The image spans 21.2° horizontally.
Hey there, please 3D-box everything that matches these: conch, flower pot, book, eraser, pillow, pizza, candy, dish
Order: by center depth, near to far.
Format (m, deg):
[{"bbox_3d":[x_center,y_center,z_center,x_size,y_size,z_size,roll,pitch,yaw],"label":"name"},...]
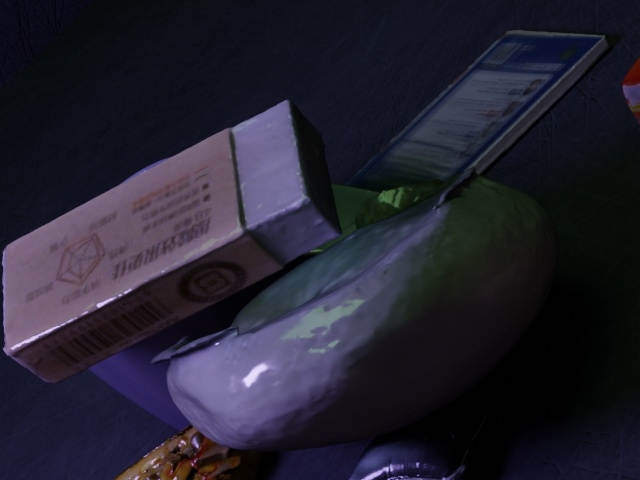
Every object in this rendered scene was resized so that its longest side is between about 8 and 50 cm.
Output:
[{"bbox_3d":[0.086,0.198,1.545,0.136,0.055,0.091,-21,47,37],"label":"pillow"},{"bbox_3d":[0.039,0.084,1.558,0.386,0.186,0.427,-28,-2,15],"label":"candy"},{"bbox_3d":[-0.148,0.003,1.635,0.343,0.078,0.144,-26,48,18],"label":"eraser"},{"bbox_3d":[-0.180,0.294,1.727,0.251,0.074,0.287,-28,24,27],"label":"pizza"},{"bbox_3d":[0.124,-0.004,1.775,0.106,0.173,0.116,-98,19,-46],"label":"conch"},{"bbox_3d":[-0.143,0.070,1.863,0.265,0.243,0.265,-33,24,17],"label":"flower pot"},{"bbox_3d":[0.000,0.000,1.974,0.154,0.064,0.234,-28,18,-22],"label":"dish"},{"bbox_3d":[0.179,-0.142,2.062,0.322,0.018,0.228,-44,23,-12],"label":"book"}]

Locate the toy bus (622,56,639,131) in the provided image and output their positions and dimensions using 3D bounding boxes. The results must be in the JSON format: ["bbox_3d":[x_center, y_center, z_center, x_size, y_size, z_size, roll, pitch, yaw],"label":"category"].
[{"bbox_3d":[0.388,-0.159,1.727,0.174,0.077,0.079,-2,42,54],"label":"toy bus"}]
